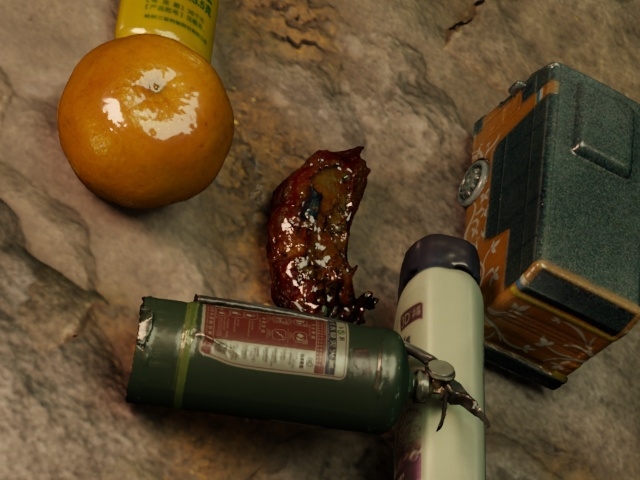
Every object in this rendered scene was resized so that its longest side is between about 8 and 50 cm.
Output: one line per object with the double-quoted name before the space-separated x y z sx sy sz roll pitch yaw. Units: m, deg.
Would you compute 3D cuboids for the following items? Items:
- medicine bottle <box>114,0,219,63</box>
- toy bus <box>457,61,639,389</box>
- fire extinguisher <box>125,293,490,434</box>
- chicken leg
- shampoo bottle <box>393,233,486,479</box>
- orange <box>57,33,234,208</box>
"medicine bottle" -0.135 -0.262 1.870 0.095 0.064 0.260 22 50 -22
"toy bus" 0.220 -0.021 1.893 0.138 0.167 0.275 25 49 -19
"fire extinguisher" -0.007 0.105 1.628 0.294 0.093 0.118 8 34 -4
"chicken leg" 0.000 0.000 1.795 0.105 0.063 0.234 20 51 -30
"shampoo bottle" 0.098 0.172 1.706 0.078 0.134 0.359 6 53 -6
"orange" -0.151 -0.099 1.717 0.154 0.134 0.155 4 65 -7
